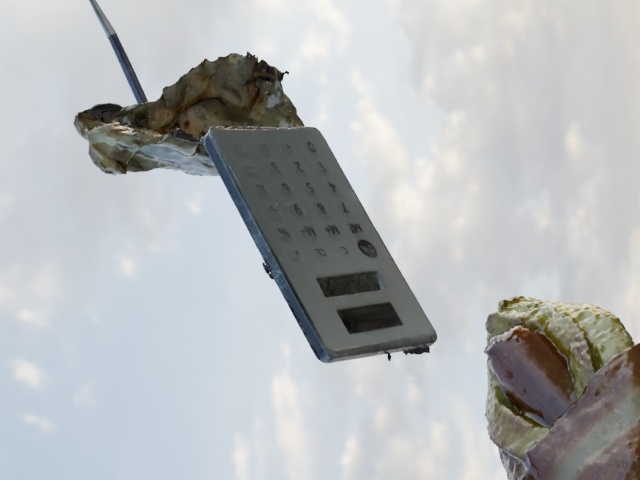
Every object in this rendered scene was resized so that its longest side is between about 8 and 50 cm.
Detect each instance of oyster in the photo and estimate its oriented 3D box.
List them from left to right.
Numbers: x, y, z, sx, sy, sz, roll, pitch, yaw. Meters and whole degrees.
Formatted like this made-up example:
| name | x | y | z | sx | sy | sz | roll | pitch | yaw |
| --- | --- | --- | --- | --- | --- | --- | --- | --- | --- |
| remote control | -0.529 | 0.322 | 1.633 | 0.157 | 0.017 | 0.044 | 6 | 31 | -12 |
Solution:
| name | x | y | z | sx | sy | sz | roll | pitch | yaw |
| --- | --- | --- | --- | --- | --- | --- | --- | --- | --- |
| oyster | -0.154 | -0.135 | 1.652 | 0.337 | 0.133 | 0.198 | -13 | -115 | -47 |

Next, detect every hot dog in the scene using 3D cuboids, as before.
| name | x | y | z | sx | sy | sz | roll | pitch | yaw |
| --- | --- | --- | --- | --- | --- | --- | --- | --- | --- |
| hot dog | 0.172 | 0.127 | 0.703 | 0.123 | 0.261 | 0.093 | -51 | -28 | 5 |

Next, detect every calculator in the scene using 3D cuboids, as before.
| name | x | y | z | sx | sy | sz | roll | pitch | yaw |
| --- | --- | --- | --- | --- | --- | --- | --- | --- | --- |
| calculator | 0.000 | 0.000 | 1.186 | 0.161 | 0.021 | 0.261 | -5 | -123 | -47 |

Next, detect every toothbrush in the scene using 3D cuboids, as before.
| name | x | y | z | sx | sy | sz | roll | pitch | yaw |
| --- | --- | --- | --- | --- | --- | --- | --- | --- | --- |
| toothbrush | -0.277 | -0.263 | 1.761 | 0.288 | 0.026 | 0.024 | 66 | 162 | 1 |
